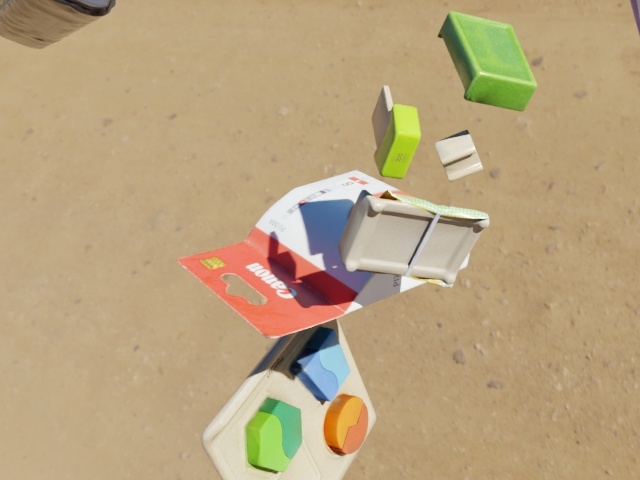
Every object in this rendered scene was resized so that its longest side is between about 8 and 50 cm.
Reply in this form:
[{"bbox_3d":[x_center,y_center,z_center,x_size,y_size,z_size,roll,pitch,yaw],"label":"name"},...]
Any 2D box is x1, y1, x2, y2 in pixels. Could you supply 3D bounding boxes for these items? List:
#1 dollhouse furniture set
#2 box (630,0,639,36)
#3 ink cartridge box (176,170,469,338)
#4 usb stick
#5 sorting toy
[{"bbox_3d":[0.062,-0.045,0.398,0.076,0.152,0.058,7,44,-13],"label":"dollhouse furniture set"},{"bbox_3d":[0.423,-0.277,0.813,0.072,0.126,0.137,-20,10,5],"label":"box"},{"bbox_3d":[0.000,0.000,0.535,0.179,0.045,0.145,-15,29,-32],"label":"ink cartridge box"},{"bbox_3d":[-0.280,-0.236,0.717,0.278,0.077,0.045,12,86,57],"label":"usb stick"},{"bbox_3d":[-0.036,0.219,0.682,0.041,0.229,0.307,6,39,33],"label":"sorting toy"}]
